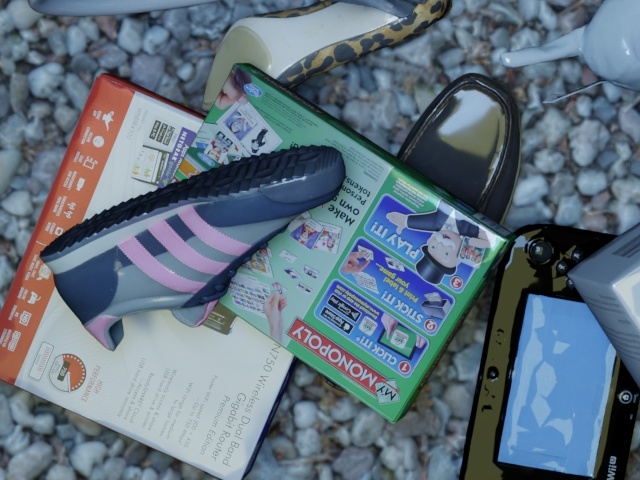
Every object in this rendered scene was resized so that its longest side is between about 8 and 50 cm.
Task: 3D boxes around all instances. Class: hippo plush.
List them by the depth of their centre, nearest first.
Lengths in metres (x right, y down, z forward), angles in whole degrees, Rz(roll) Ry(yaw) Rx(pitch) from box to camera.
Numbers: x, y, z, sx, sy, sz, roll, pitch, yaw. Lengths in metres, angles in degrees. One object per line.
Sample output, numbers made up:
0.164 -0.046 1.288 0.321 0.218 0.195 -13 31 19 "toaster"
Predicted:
0.363 -0.251 1.746 0.294 0.234 0.237 -2 73 31 "hippo plush"

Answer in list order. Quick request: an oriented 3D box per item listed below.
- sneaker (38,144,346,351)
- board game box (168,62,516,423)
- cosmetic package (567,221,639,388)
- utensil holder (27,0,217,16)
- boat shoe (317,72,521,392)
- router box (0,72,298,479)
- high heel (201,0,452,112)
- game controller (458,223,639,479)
-0.104 0.007 1.715 0.319 0.112 0.131 -18 107 22 "sneaker"
0.000 0.000 1.745 0.317 0.046 0.213 34 106 12 "board game box"
0.407 0.149 1.725 0.155 0.197 0.366 -34 96 -3 "cosmetic package"
-0.154 -0.436 1.726 0.327 0.327 0.386 -12 89 8 "utensil holder"
0.102 0.001 1.810 0.132 0.130 0.355 24 96 5 "boat shoe"
-0.149 0.037 1.868 0.301 0.082 0.335 23 96 5 "router box"
0.008 -0.194 1.851 0.261 0.186 0.093 -38 61 39 "high heel"
0.242 0.146 1.834 0.166 0.067 0.319 10 95 6 "game controller"
